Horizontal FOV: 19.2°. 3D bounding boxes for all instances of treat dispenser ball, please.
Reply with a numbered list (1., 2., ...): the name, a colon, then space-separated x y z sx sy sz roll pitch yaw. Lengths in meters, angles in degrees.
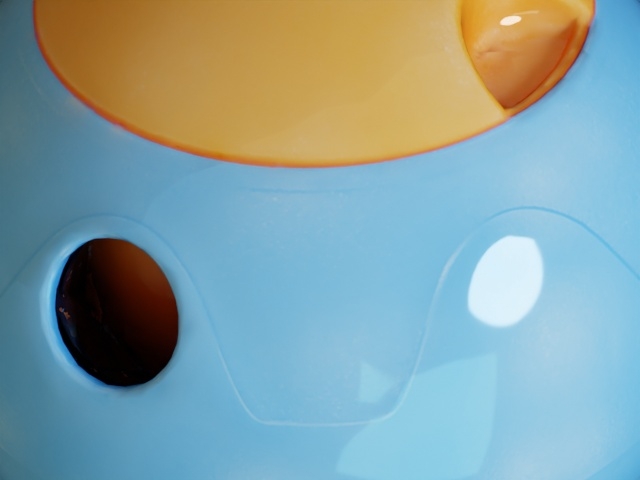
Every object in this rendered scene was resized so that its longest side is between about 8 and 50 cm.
1. treat dispenser ball: 0.000 0.000 0.691 0.288 0.288 0.288 -18 146 -13
